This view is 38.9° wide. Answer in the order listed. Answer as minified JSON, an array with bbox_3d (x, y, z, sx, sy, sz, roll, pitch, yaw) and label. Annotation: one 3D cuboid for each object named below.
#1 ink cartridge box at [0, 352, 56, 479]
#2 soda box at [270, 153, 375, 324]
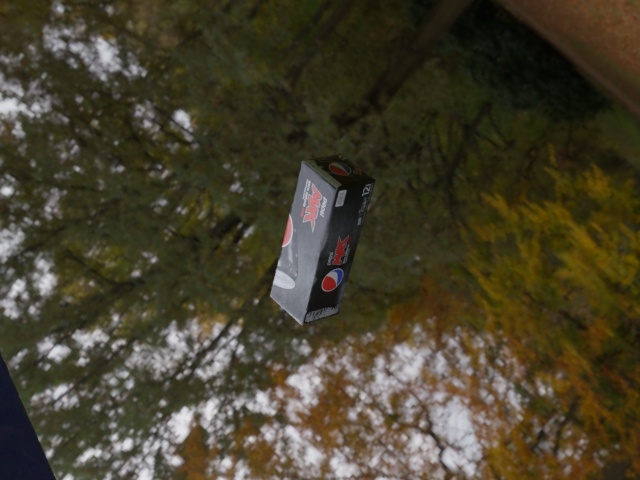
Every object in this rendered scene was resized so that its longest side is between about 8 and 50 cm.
[{"bbox_3d":[-0.210,0.210,0.399,0.307,0.072,0.304,-36,-65,-46],"label":"ink cartridge box"},{"bbox_3d":[0.000,0.000,0.919,0.053,0.169,0.060,-15,-138,-39],"label":"soda box"}]
